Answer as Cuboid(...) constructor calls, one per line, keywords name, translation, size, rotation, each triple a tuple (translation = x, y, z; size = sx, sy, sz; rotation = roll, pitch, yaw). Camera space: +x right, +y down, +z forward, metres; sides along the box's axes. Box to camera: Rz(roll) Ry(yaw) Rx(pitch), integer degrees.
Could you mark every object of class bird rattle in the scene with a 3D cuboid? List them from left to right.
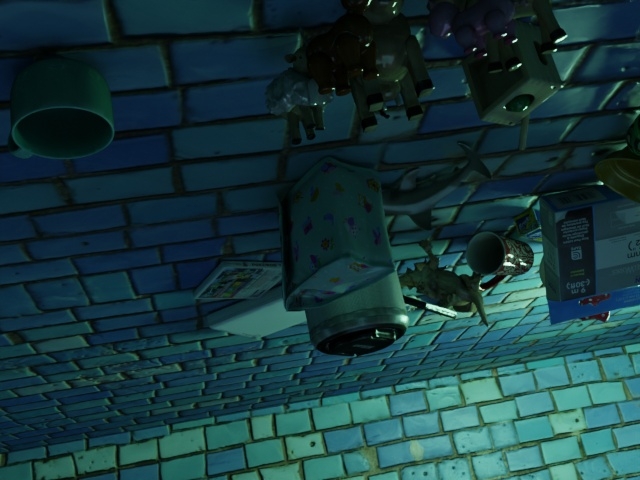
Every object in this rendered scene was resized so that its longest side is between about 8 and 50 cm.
Cuboid(name="bird rattle", translation=(0.692, 0.089, 1.963), size=(0.206, 0.254, 0.143), rotation=(3, 167, 33))

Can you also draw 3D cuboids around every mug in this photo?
Cuboid(name="mug", translation=(-0.360, -0.181, 0.987), size=(0.157, 0.097, 0.129), rotation=(-10, 158, -3))
Cuboid(name="mug", translation=(0.458, 0.049, 1.903), size=(0.169, 0.113, 0.150), rotation=(6, 141, -45))

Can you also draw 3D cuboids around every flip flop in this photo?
Cuboid(name="flip flop", translation=(0.446, 0.194, 2.268), size=(0.112, 0.080, 0.277), rotation=(-2, 156, -21))

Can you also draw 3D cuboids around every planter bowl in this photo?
Cuboid(name="planter bowl", translation=(0.691, -0.152, 1.522), size=(0.217, 0.090, 0.217), rotation=(26, 171, 4))

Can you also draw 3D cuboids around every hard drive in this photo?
Cuboid(name="hard drive", translation=(-0.103, 0.187, 2.032), size=(0.353, 0.047, 0.233), rotation=(-22, 155, 25))

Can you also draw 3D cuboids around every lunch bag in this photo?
Cuboid(name="lunch bag", translation=(0.000, 0.000, 1.421), size=(0.160, 0.224, 0.262), rotation=(13, 149, -35))

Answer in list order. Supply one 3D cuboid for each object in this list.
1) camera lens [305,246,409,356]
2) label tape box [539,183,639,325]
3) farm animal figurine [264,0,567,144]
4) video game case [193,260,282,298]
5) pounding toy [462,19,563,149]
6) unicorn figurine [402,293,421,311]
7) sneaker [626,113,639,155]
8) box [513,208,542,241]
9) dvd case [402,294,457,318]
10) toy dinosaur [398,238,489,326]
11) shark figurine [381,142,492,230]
Cuboid(name="camera lens", translation=(0.066, 0.106, 1.630), size=(0.219, 0.274, 0.219), rotation=(-10, 157, -4))
Cuboid(name="label tape box", translation=(0.665, 0.046, 1.737), size=(0.249, 0.348, 0.115), rotation=(-12, -159, 0))
Cuboid(name="farm animal figurine", translation=(0.108, -0.269, 0.948), size=(0.330, 0.172, 0.327), rotation=(-12, 171, -20))
Cuboid(name="video game case", translation=(-0.195, 0.100, 1.816), size=(0.183, 0.023, 0.201), rotation=(3, 154, -31))
Cuboid(name="pounding toy", translation=(0.299, -0.234, 1.124), size=(0.100, 0.141, 0.130), rotation=(3, 153, -31))
Cuboid(name="unicorn figurine", translation=(0.241, 0.188, 2.200), size=(0.162, 0.060, 0.111), rotation=(-12, 163, -44))
Cuboid(name="sneaker", translation=(0.745, -0.236, 1.391), size=(0.343, 0.134, 0.146), rotation=(-7, 171, -4))
Cuboid(name="box", translation=(0.558, -0.032, 1.831), size=(0.168, 0.054, 0.059), rotation=(9, 150, -41))
Cuboid(name="dvd case", translation=(0.217, 0.154, 1.963), size=(0.253, 0.022, 0.180), rotation=(17, 177, 39))
Cuboid(name="toy dinosaur", translation=(0.324, 0.115, 1.870), size=(0.127, 0.295, 0.200), rotation=(-58, 157, -5))
Cuboid(name="shark figurine", translation=(0.227, -0.084, 1.482), size=(0.278, 0.116, 0.166), rotation=(-20, 157, 24))
